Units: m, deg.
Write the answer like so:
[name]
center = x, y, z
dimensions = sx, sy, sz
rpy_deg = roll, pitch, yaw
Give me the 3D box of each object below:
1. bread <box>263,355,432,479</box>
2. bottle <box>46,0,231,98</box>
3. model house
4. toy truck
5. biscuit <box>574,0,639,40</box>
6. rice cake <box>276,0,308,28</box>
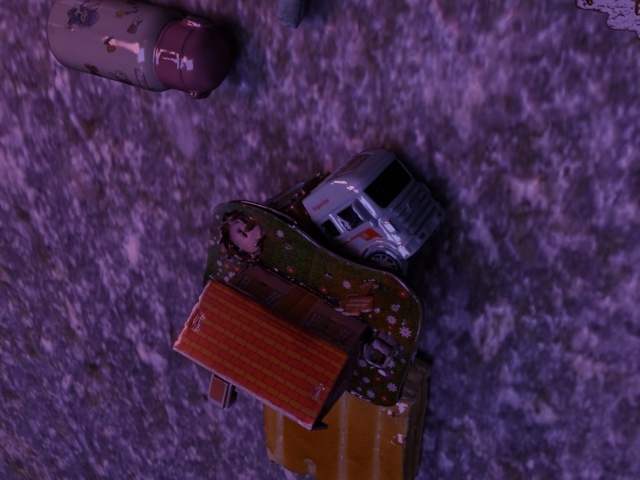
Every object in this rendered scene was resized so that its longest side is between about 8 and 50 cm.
[bread]
center = 0.036, 0.255, 1.206
dimensions = 0.239, 0.111, 0.246
rpy_deg = 18, 127, 21
[bottle]
center = -0.225, -0.248, 1.048
dimensions = 0.233, 0.110, 0.110
rpy_deg = 18, 126, 21
[model house]
center = -0.046, 0.106, 0.956
dimensions = 0.293, 0.154, 0.207
rpy_deg = 27, 131, 16
[toy truck]
center = 0.000, 0.000, 1.052
dimensions = 0.305, 0.136, 0.162
rpy_deg = -31, 100, 40
[biscuit]
center = 0.314, -0.240, 0.790
dimensions = 0.130, 0.019, 0.119
rpy_deg = 49, 130, -4
[rice cake]
center = -0.026, -0.306, 0.881
dimensions = 0.034, 0.043, 0.211
rpy_deg = 18, 158, 2
